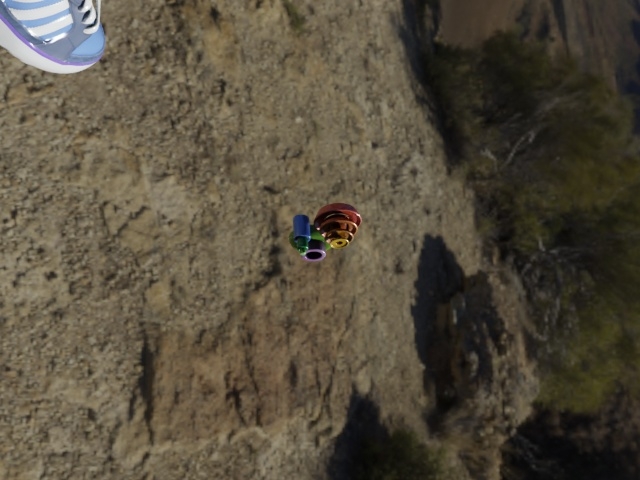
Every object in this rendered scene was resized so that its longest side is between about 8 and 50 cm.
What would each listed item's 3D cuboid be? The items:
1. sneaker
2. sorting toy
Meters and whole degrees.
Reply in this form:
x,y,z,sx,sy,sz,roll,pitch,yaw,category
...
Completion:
x,y,z,sx,sy,sz,roll,pitch,yaw,category
-0.257,-0.303,0.807,0.323,0.236,0.130,37,40,-66,sneaker
0.000,0.000,0.780,0.061,0.102,0.042,12,57,-26,sorting toy
